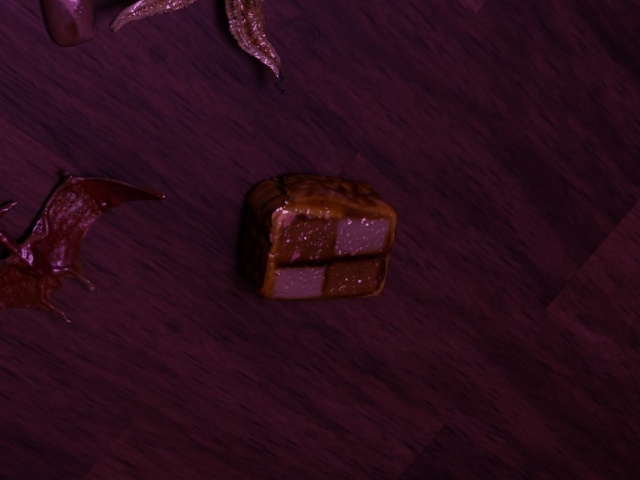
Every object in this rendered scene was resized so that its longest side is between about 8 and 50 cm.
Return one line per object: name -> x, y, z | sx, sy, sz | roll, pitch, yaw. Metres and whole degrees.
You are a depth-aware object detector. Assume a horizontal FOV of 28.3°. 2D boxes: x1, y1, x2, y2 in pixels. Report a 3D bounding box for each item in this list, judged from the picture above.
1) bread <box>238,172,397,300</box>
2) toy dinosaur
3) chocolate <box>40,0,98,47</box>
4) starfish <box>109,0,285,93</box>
bread -> 0.000, 0.000, 1.789 | 0.222, 0.096, 0.181 | 0, 118, -29
toy dinosaur -> -0.348, 0.036, 1.611 | 0.327, 0.113, 0.206 | -22, 124, -18
chocolate -> -0.301, -0.275, 1.517 | 0.065, 0.031, 0.100 | -16, 124, -15
starfish -> -0.081, -0.370, 1.553 | 0.347, 0.078, 0.358 | 22, 104, -35
